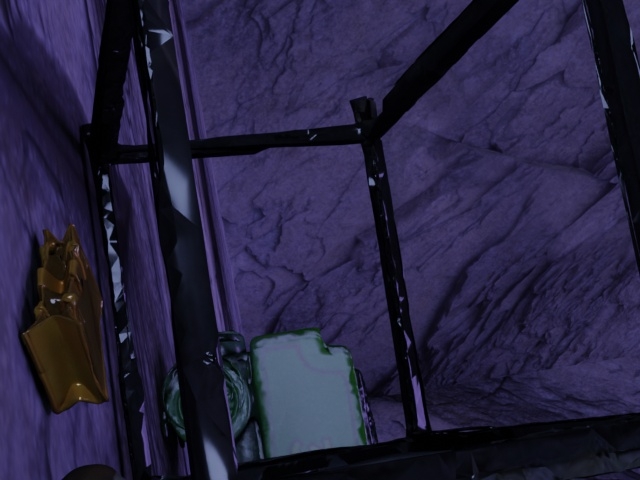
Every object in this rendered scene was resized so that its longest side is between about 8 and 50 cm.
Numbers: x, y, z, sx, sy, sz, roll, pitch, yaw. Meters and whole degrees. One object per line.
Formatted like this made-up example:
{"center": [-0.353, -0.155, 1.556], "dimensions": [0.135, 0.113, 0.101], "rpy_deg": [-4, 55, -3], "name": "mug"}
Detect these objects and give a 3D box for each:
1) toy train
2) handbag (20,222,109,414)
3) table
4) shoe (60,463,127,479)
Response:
{"center": [-0.041, 0.194, 0.902], "dimensions": [0.132, 0.188, 0.243], "rpy_deg": [92, -12, -70], "name": "toy train"}
{"center": [-0.124, 0.038, 0.489], "dimensions": [0.083, 0.027, 0.061], "rpy_deg": [-107, -173, -51], "name": "handbag"}
{"center": [0.000, 0.000, 0.543], "dimensions": [0.335, 0.222, 0.272], "rpy_deg": [140, -58, -70], "name": "table"}
{"center": [-0.056, 0.220, 0.394], "dimensions": [0.103, 0.098, 0.274], "rpy_deg": [-134, -146, -78], "name": "shoe"}
